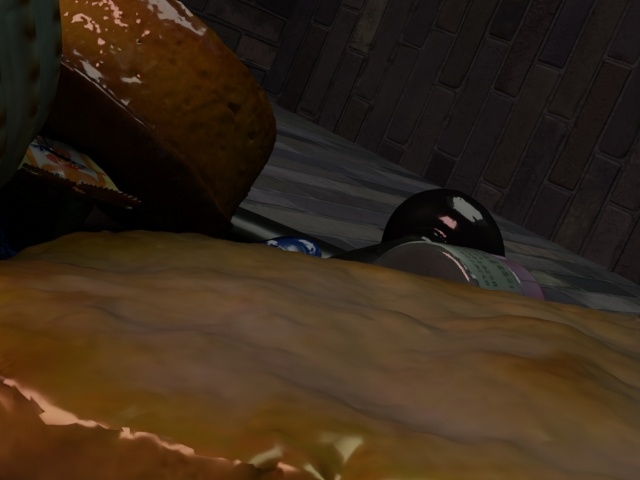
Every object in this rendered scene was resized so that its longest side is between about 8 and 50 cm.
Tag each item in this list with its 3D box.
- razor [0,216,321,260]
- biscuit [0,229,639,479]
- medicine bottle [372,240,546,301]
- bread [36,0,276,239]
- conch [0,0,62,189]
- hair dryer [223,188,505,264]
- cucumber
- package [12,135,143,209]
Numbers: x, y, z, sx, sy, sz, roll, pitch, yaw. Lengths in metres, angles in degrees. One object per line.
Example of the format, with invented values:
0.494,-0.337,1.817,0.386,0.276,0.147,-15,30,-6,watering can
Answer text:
-0.132,0.016,0.750,0.324,0.056,0.093,3,44,-42,razor
0.004,0.082,0.522,0.446,0.104,0.429,9,10,4,biscuit
0.127,0.071,0.866,0.135,0.135,0.168,31,14,35,medicine bottle
-0.180,-0.122,0.876,0.312,0.172,0.312,36,-12,9,bread
-0.297,-0.096,0.568,0.303,0.319,0.215,12,-31,20,conch
0.014,-0.016,1.028,0.320,0.155,0.284,-3,38,-50,hair dryer
-0.289,-0.057,0.760,0.193,0.086,0.115,30,12,1,cucumber
-0.209,-0.058,0.703,0.121,0.031,0.108,29,8,40,package
